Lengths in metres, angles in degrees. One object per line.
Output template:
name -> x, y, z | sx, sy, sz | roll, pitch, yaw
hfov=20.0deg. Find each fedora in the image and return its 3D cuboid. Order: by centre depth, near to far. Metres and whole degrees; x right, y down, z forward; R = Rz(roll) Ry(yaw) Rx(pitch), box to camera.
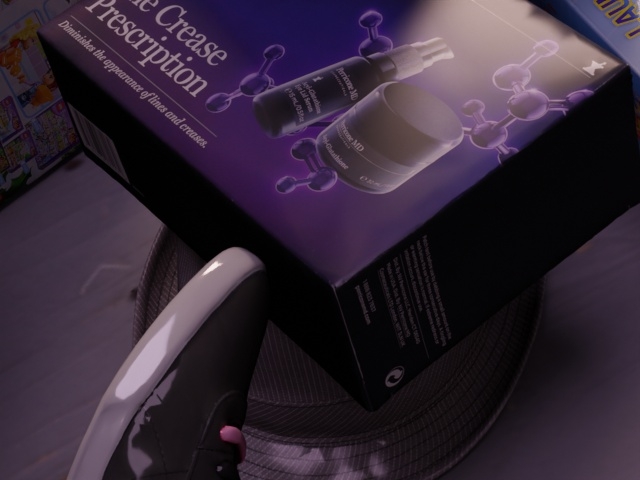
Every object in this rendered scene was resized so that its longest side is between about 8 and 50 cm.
fedora -> 0.000, 0.000, 1.016 | 0.243, 0.124, 0.275 | 7, 55, 20

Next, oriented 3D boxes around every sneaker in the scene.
sneaker -> -0.048, 0.155, 0.797 | 0.147, 0.104, 0.296 | 21, 75, 13

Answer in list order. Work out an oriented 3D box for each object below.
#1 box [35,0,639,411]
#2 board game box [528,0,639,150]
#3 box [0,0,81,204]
box -> 0.007, -0.065, 0.920 | 0.184, 0.103, 0.261 | -35, 50, -19
board game box -> 0.276, -0.181, 1.064 | 0.302, 0.086, 0.308 | -29, 52, -7
box -> -0.194, -0.171, 1.090 | 0.201, 0.293, 0.057 | -37, 50, -15
